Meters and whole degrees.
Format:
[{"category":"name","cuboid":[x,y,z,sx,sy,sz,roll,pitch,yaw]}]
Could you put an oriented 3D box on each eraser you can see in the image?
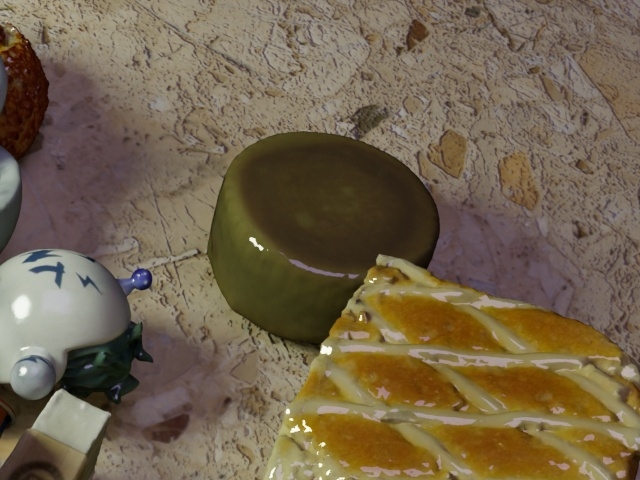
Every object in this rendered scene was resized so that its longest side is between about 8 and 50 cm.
[{"category":"eraser","cuboid":[-0.326,0.320,1.684,0.078,0.144,0.343,25,46,4]}]

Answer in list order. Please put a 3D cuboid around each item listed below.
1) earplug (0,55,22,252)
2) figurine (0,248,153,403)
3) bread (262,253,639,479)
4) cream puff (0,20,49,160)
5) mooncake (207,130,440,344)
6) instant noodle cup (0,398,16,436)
[{"category":"earplug","cuboid":[-0.467,-0.116,1.966,0.214,0.175,0.326,-15,90,-10]},{"category":"figurine","cuboid":[-0.376,0.104,1.843,0.382,0.186,0.261,0,34,-25]},{"category":"bread","cuboid":[0.140,0.257,1.776,0.390,0.279,0.371,20,47,17]},{"category":"cream puff","cuboid":[-0.466,-0.204,2.133,0.240,0.164,0.240,9,40,-7]},{"category":"mooncake","cuboid":[0.000,0.000,2.092,0.284,0.155,0.284,8,46,-8]},{"category":"instant noodle cup","cuboid":[-0.456,0.230,1.647,0.250,0.250,0.192,17,68,-2]}]
